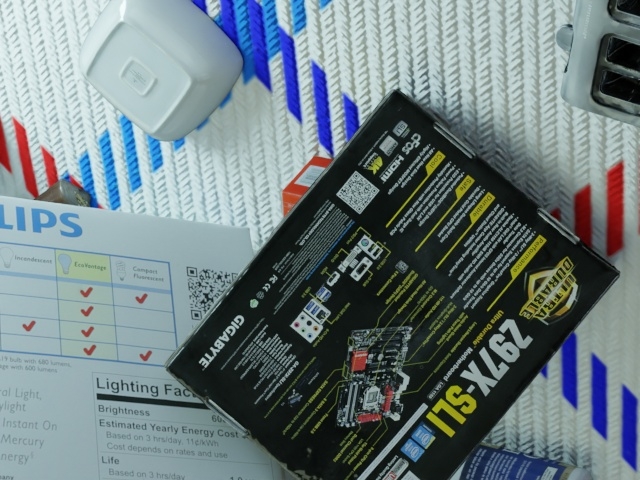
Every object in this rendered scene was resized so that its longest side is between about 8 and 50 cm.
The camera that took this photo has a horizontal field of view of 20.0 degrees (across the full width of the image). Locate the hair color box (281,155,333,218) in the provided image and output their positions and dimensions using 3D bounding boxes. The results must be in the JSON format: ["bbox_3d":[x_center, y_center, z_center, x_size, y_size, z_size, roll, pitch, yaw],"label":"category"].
[{"bbox_3d":[0.000,0.000,1.704,0.043,0.072,0.141,14,128,22],"label":"hair color box"}]

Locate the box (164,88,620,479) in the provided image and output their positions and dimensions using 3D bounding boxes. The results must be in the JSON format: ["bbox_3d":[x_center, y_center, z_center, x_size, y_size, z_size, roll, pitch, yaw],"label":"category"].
[{"bbox_3d":[0.060,0.068,1.587,0.257,0.079,0.322,39,92,-1],"label":"box"}]

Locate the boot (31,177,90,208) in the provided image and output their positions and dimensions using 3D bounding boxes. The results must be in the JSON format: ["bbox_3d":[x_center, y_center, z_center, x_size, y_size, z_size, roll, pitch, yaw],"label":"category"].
[{"bbox_3d":[-0.270,-0.005,1.889,0.114,0.037,0.106,-23,110,34],"label":"boot"}]

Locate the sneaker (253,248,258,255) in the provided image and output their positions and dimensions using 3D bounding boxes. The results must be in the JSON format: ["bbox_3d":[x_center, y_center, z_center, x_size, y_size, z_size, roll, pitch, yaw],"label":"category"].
[{"bbox_3d":[-0.063,0.049,1.802,0.037,0.032,0.083,19,130,19],"label":"sneaker"}]

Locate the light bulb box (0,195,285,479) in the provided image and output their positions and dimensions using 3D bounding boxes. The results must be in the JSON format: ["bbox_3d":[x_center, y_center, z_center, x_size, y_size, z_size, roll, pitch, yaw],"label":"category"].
[{"bbox_3d":[-0.240,0.173,1.675,0.357,0.361,0.225,7,144,-24],"label":"light bulb box"}]

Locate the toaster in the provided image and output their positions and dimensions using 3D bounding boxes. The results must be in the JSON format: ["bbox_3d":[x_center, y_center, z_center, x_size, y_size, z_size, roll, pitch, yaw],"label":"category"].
[{"bbox_3d":[0.281,-0.173,1.390,0.185,0.110,0.168,20,130,17],"label":"toaster"}]

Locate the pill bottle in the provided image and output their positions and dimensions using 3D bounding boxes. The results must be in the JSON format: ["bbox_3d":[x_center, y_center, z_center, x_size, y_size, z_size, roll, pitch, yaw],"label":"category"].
[{"bbox_3d":[0.171,0.247,1.760,0.169,0.094,0.094,12,127,23],"label":"pill bottle"}]

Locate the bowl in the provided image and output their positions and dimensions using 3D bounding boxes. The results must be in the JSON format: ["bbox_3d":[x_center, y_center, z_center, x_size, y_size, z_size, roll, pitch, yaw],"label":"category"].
[{"bbox_3d":[-0.158,-0.163,1.697,0.142,0.053,0.142,41,133,-3],"label":"bowl"}]

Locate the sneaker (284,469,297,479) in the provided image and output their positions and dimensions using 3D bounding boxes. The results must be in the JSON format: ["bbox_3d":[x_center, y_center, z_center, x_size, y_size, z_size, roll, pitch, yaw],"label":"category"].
[{"bbox_3d":[0.020,0.238,1.846,0.146,0.122,0.331,0,126,53],"label":"sneaker"}]
